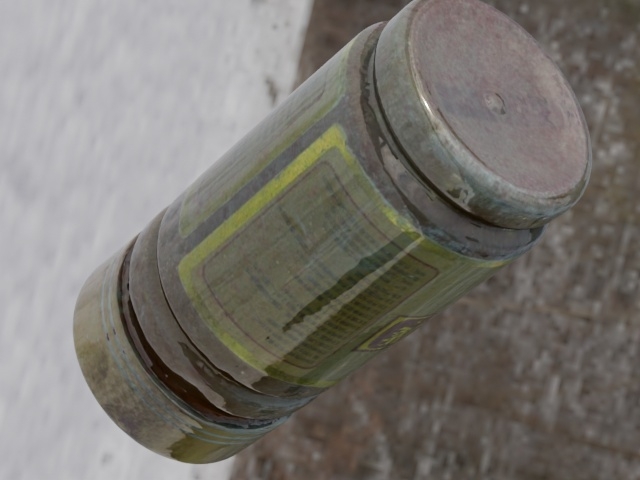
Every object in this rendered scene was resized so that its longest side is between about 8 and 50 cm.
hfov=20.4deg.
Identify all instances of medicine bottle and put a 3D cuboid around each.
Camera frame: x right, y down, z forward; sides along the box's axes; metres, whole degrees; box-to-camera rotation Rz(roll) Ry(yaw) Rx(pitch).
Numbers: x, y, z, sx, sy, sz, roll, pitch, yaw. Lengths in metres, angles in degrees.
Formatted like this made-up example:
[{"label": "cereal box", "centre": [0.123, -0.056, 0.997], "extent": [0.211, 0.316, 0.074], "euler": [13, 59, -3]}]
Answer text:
[{"label": "medicine bottle", "centre": [0.000, 0.000, 1.044], "extent": [0.322, 0.151, 0.151], "euler": [-38, -153, 40]}]
